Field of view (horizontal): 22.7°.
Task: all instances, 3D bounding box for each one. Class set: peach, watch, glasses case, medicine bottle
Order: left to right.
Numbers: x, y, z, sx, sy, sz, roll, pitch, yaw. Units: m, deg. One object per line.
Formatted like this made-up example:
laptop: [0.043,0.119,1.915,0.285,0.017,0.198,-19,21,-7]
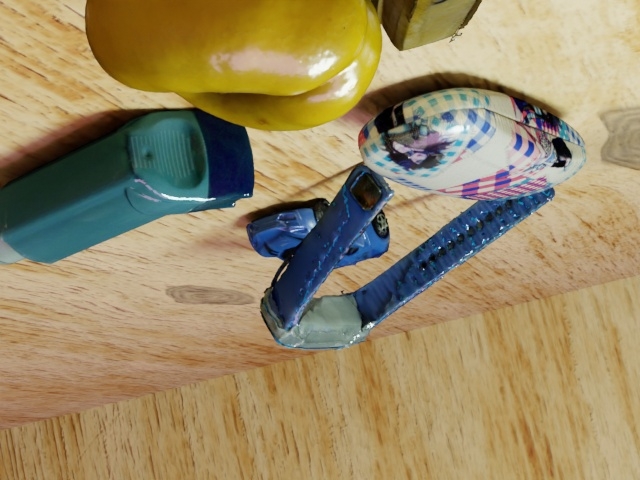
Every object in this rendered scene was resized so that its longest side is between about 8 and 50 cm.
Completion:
medicine bottle: [-0.182,-0.040,1.342,0.258,0.079,0.124,-20,168,37]
peach: [-0.047,-0.124,0.936,0.179,0.103,0.179,7,175,1]
watch: [0.084,0.014,1.763,0.276,0.068,0.274,-1,138,-41]
glasses case: [0.147,-0.085,1.483,0.125,0.076,0.327,-16,168,26]

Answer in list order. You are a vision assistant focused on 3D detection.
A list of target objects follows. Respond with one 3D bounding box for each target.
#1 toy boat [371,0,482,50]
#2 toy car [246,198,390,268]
toy boat: [0.061,-0.172,0.901,0.068,0.088,0.226,-18,172,-7]
toy car: [0.000,0.000,1.798,0.103,0.063,0.216,-18,168,30]
